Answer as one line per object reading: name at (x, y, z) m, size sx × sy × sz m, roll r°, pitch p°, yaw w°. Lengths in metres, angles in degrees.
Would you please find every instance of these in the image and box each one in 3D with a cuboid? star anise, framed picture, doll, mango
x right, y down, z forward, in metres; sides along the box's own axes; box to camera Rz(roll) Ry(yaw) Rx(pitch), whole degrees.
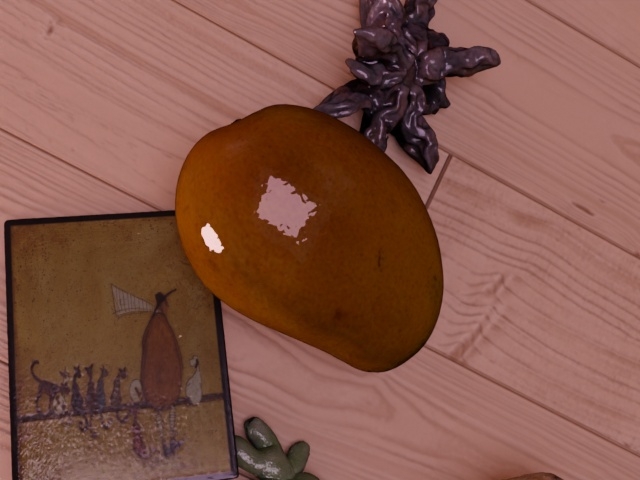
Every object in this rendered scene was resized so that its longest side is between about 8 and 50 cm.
star anise at (0.101, -0.217, 1.239) m, size 0.212 × 0.129 × 0.283 m, roll 30°, pitch 83°, yaw -26°
framed picture at (-0.239, 0.128, 1.142) m, size 0.255 × 0.014 × 0.339 m, roll -3°, pitch 72°, yaw -13°
doll at (-0.056, 0.291, 1.191) m, size 0.150 × 0.077 × 0.115 m, roll 51°, pitch 39°, yaw 6°
mango at (0.000, 0.000, 1.149) m, size 0.378 × 0.221 × 0.264 m, roll 44°, pitch 73°, yaw -17°

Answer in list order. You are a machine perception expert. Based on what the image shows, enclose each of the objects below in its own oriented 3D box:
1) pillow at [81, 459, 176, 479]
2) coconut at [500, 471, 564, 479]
pillow at (-0.207, 0.348, 1.136) m, size 0.223 × 0.084 × 0.236 m, roll -23°, pitch 89°, yaw -13°
coconut at (0.261, 0.415, 1.172) m, size 0.227 × 0.227 × 0.231 m, roll -23°, pitch 92°, yaw -14°
